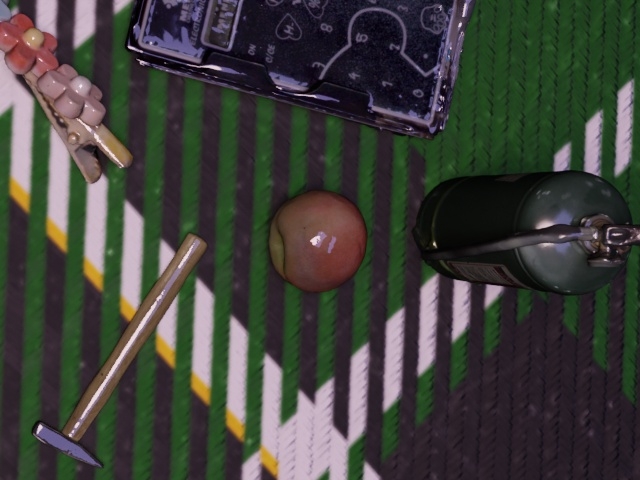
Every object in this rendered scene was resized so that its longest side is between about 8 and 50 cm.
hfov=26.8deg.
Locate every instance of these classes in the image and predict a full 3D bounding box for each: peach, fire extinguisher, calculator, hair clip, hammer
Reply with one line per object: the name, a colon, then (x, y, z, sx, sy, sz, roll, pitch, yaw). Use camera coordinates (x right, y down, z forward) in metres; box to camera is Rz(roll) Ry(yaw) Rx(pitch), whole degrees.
peach: (0.000, 0.000, 1.057, 0.083, 0.083, 0.083, 0, 90, -17)
fire extinguisher: (0.160, -0.004, 0.994, 0.118, 0.294, 0.093, -1, 92, -16)
calculator: (-0.010, -0.188, 1.081, 0.274, 0.028, 0.166, 13, 86, -16)
hair clip: (-0.215, -0.135, 1.005, 0.056, 0.062, 0.214, -30, 103, 28)
hammer: (-0.145, 0.083, 1.050, 0.062, 0.013, 0.199, 35, 81, -14)
